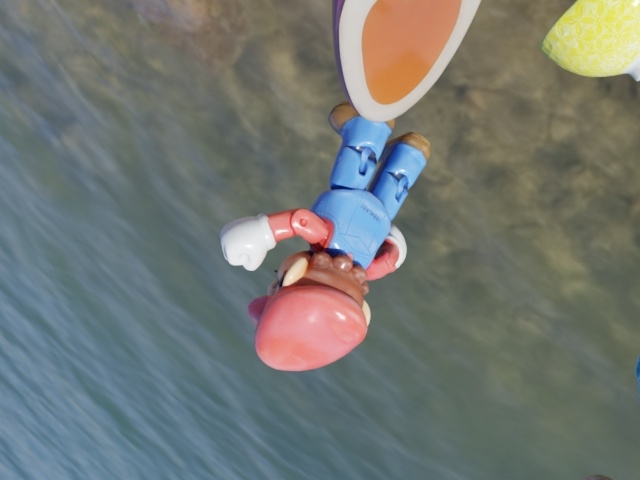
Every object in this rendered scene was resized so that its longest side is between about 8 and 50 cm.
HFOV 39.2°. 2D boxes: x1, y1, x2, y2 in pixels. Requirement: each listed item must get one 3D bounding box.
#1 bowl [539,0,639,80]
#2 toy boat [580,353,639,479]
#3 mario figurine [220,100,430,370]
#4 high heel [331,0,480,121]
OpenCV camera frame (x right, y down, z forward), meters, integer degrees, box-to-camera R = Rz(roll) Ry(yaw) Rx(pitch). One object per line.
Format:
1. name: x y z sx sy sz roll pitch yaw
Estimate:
1. bowl: 0.537 -0.368 1.534 0.156 0.289 0.289 51 148 8
2. toy boat: 0.418 0.251 1.080 0.148 0.267 0.318 7 132 -4
3. mario figurine: 0.000 0.000 1.042 0.198 0.320 0.170 23 159 4
4. high heel: 0.057 -0.291 0.731 0.181 0.127 0.377 -117 30 -46
